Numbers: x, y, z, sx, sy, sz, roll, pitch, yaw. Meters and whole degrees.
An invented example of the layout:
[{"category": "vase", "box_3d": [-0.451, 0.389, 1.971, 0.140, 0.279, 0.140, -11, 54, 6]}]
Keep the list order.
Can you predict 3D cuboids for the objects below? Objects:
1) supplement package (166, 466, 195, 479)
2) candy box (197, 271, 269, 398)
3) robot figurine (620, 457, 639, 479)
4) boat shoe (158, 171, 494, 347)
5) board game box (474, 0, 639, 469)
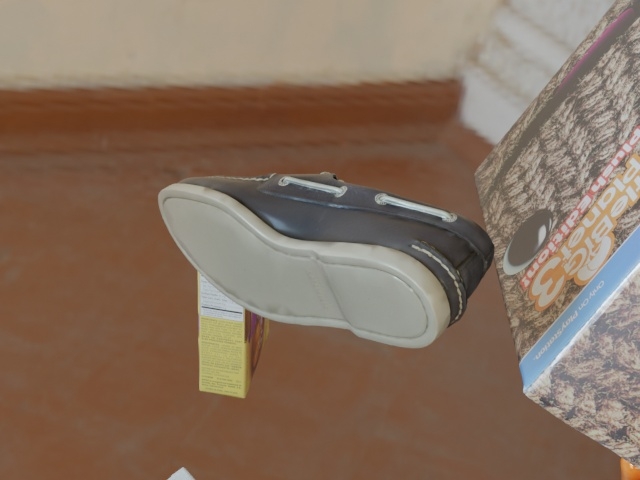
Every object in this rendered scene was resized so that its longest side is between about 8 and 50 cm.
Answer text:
[{"category": "supplement package", "box_3d": [-0.086, 0.337, 1.347, 0.139, 0.134, 0.244, -36, 64, -17]}, {"category": "candy box", "box_3d": [-0.085, 0.051, 1.596, 0.053, 0.186, 0.109, 10, 38, 7]}, {"category": "robot figurine", "box_3d": [0.335, 0.194, 1.192, 0.220, 0.128, 0.158, -2, 28, 11]}, {"category": "boat shoe", "box_3d": [0.000, 0.000, 0.827, 0.206, 0.075, 0.065, 17, 46, 43]}, {"category": "board game box", "box_3d": [0.223, -0.029, 0.919, 0.141, 0.232, 0.291, 33, 20, -14]}]
